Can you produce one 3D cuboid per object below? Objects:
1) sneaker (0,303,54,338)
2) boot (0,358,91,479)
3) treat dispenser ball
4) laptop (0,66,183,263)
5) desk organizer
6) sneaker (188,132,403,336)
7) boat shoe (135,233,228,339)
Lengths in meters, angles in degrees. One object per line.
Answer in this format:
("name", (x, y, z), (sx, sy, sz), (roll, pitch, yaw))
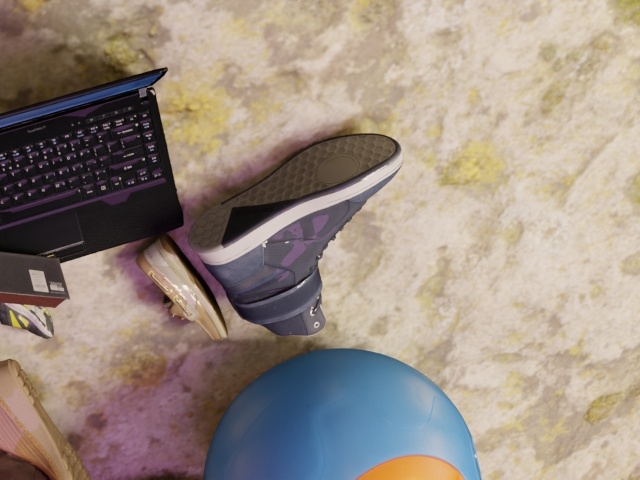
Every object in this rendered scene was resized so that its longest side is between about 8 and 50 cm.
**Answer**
("sneaker", (-0.296, 0.072, 1.910), (0.035, 0.031, 0.083), (-32, 127, 20))
("boot", (-0.343, 0.258, 1.940), (0.207, 0.090, 0.248), (-28, 95, 5))
("treat dispenser ball", (0.022, 0.254, 2.000), (0.288, 0.288, 0.288), (-11, 128, -15))
("laptop", (-0.241, -0.050, 1.769), (0.234, 0.136, 0.264), (-17, 129, -10))
("desk organizer", (-0.306, 0.042, 1.831), (0.130, 0.047, 0.050), (8, 144, -46))
("sneaker", (-0.001, -0.001, 1.934), (0.226, 0.086, 0.163), (-28, 129, 0))
("boat shoe", (-0.139, 0.052, 1.946), (0.045, 0.050, 0.135), (-29, 121, 6))
